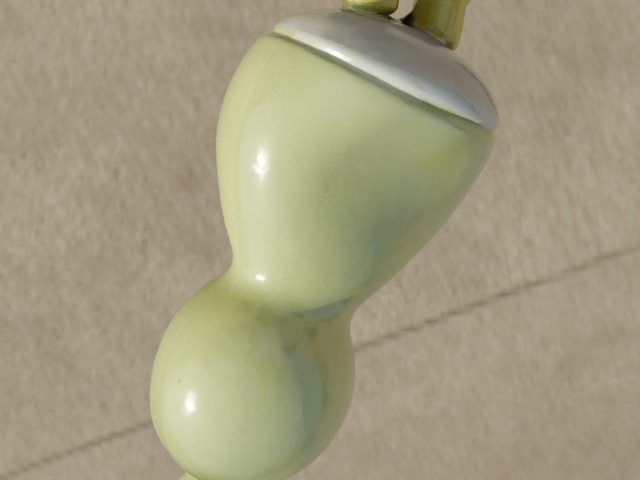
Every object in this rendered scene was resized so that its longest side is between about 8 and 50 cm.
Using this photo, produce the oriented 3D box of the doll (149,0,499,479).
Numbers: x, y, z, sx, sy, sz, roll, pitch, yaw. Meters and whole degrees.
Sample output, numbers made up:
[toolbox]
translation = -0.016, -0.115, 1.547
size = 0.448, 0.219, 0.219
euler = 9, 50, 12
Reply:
[doll]
translation = -0.009, -0.004, 0.858
size = 0.141, 0.117, 0.296
euler = 21, 99, -51
